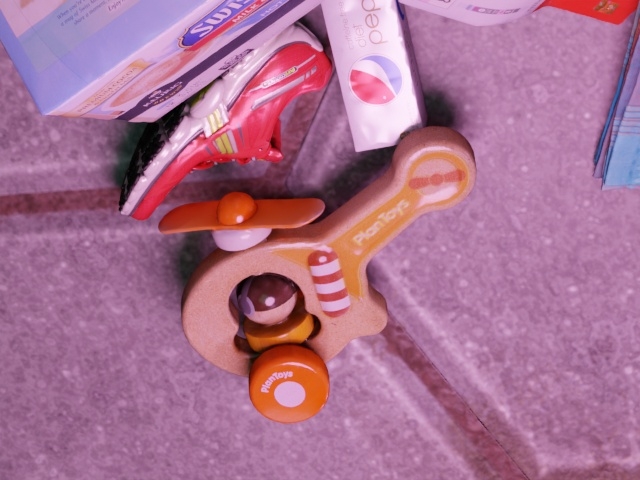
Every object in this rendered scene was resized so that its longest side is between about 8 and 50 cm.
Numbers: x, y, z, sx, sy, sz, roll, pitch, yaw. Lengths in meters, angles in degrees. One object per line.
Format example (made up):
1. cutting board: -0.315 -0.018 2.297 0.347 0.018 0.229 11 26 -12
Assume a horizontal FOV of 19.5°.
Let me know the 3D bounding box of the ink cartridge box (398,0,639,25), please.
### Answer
1. ink cartridge box: 0.211 -0.247 1.702 0.232 0.066 0.189 18 156 -14

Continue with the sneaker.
1. sneaker: -0.096 -0.104 1.859 0.118 0.107 0.279 36 116 -21

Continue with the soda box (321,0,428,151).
1. soda box: 0.048 -0.201 1.816 0.073 0.069 0.216 -10 112 11

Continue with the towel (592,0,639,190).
1. towel: 0.467 -0.126 1.779 0.370 0.040 0.271 9 135 2

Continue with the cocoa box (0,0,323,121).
1. cocoa box: -0.124 -0.291 1.669 0.347 0.228 0.231 -33 82 18

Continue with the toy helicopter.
1. toy helicopter: 0.000 0.000 1.854 0.355 0.140 0.235 -40 114 20
